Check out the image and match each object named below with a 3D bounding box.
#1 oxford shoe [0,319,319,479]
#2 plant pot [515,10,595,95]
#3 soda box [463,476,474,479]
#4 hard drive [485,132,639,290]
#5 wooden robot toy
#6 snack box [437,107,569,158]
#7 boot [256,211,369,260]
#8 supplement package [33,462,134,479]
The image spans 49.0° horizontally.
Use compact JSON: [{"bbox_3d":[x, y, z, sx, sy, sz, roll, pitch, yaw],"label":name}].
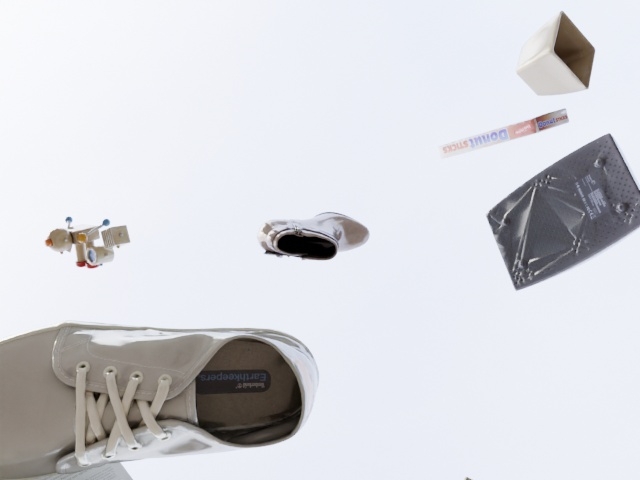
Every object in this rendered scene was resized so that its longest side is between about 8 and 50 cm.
[{"bbox_3d":[-0.212,0.172,0.760,0.450,0.130,0.169,-3,-86,-14],"label":"oxford shoe"},{"bbox_3d":[0.419,-0.326,1.270,0.109,0.096,0.109,37,-123,-26],"label":"plant pot"},{"bbox_3d":[0.229,0.329,0.759,0.181,0.058,0.061,21,-72,9],"label":"soda box"},{"bbox_3d":[0.402,-0.038,1.143,0.054,0.255,0.171,8,-124,-40],"label":"hard drive"},{"bbox_3d":[-0.360,0.008,1.024,0.079,0.173,0.076,-13,-77,-52],"label":"wooden robot toy"},{"bbox_3d":[0.241,-0.142,0.946,0.064,0.178,0.022,-19,-84,-32],"label":"snack box"},{"bbox_3d":[0.000,0.000,0.635,0.119,0.087,0.042,0,-80,-15],"label":"boot"},{"bbox_3d":[-0.379,0.328,0.873,0.199,0.198,0.263,-21,-128,-41],"label":"supplement package"}]
